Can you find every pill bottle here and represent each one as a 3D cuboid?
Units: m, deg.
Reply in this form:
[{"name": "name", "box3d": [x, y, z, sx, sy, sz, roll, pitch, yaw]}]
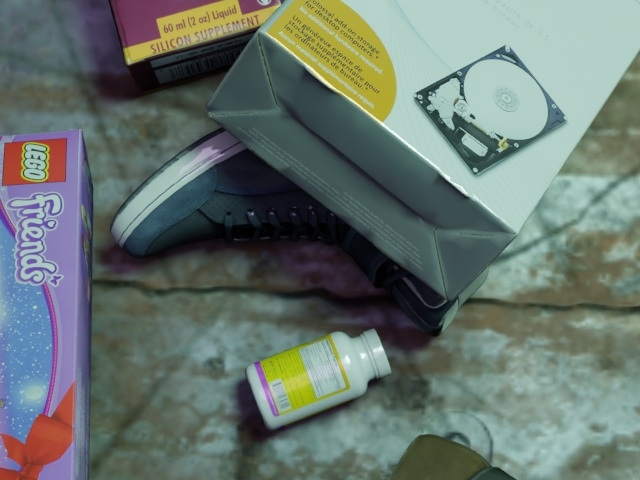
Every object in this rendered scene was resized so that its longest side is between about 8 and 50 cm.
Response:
[{"name": "pill bottle", "box3d": [-0.001, 0.082, 1.180, 0.083, 0.043, 0.043, -20, 81, -3]}]

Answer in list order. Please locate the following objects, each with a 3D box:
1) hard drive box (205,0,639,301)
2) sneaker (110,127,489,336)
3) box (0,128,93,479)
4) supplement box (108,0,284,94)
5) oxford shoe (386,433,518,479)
[{"name": "hard drive box", "box3d": [0.074, -0.111, 1.130, 0.181, 0.089, 0.232, 38, 53, -2]}, {"name": "sneaker", "box3d": [0.001, -0.001, 1.173, 0.226, 0.086, 0.163, -26, 79, -5]}, {"name": "box", "box3d": [-0.233, 0.063, 1.105, 0.200, 0.057, 0.293, -5, 47, 0]}, {"name": "supplement box", "box3d": [-0.092, -0.199, 1.209, 0.104, 0.081, 0.188, -16, 80, -2]}, {"name": "oxford shoe", "box3d": [0.023, 0.215, 1.151, 0.096, 0.083, 0.227, 34, 84, 28]}]
